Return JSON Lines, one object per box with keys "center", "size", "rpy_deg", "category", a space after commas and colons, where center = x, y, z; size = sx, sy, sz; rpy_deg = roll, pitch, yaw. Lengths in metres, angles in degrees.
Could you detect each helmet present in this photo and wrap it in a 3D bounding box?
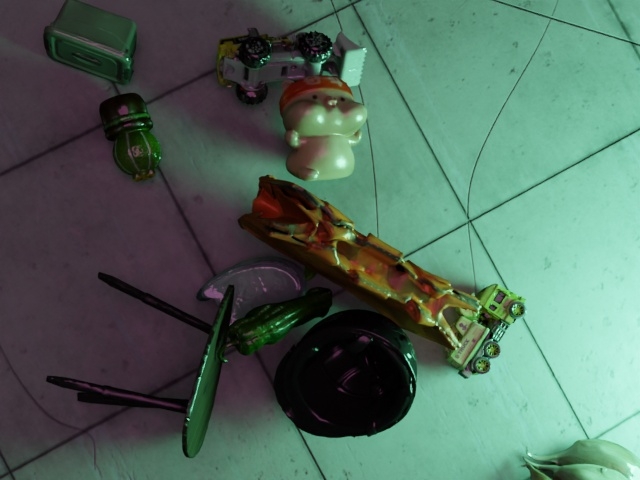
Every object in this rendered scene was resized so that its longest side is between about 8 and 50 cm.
{"center": [0.058, 0.233, 1.826], "size": [0.278, 0.160, 0.230], "rpy_deg": [-30, 105, 31], "category": "helmet"}

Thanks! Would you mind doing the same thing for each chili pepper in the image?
{"center": [-0.072, 0.143, 1.762], "size": [0.257, 0.100, 0.074], "rpy_deg": [-18, 87, -39], "category": "chili pepper"}

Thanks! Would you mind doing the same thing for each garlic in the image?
{"center": [0.520, 0.509, 1.896], "size": [0.237, 0.210, 0.292], "rpy_deg": [-27, 93, 24], "category": "garlic"}

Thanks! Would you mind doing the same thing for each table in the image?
{"center": [-0.315, 0.234, 1.740], "size": [0.249, 0.317, 0.317], "rpy_deg": [13, 82, 2], "category": "table"}

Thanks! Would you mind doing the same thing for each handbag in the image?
{"center": [0.060, 0.031, 1.755], "size": [0.410, 0.303, 0.116], "rpy_deg": [32, 85, -18], "category": "handbag"}

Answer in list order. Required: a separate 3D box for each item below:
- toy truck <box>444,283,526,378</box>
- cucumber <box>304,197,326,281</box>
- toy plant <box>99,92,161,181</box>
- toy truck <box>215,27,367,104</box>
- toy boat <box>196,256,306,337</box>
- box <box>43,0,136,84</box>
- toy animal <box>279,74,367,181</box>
{"center": [0.306, 0.170, 1.915], "size": [0.116, 0.085, 0.191], "rpy_deg": [34, 82, 2], "category": "toy truck"}
{"center": [0.000, 0.000, 1.913], "size": [0.039, 0.039, 0.168], "rpy_deg": [14, 85, -6], "category": "cucumber"}
{"center": [-0.355, -0.191, 1.857], "size": [0.092, 0.093, 0.162], "rpy_deg": [-20, 90, -10], "category": "toy plant"}
{"center": [-0.060, -0.349, 1.899], "size": [0.285, 0.136, 0.111], "rpy_deg": [-6, 57, -12], "category": "toy truck"}
{"center": [-0.126, 0.104, 1.874], "size": [0.207, 0.079, 0.134], "rpy_deg": [-24, 90, 1], "category": "toy boat"}
{"center": [-0.425, -0.379, 1.857], "size": [0.172, 0.124, 0.093], "rpy_deg": [20, 71, -7], "category": "box"}
{"center": [0.002, -0.214, 1.872], "size": [0.171, 0.171, 0.198], "rpy_deg": [-4, 97, -9], "category": "toy animal"}
